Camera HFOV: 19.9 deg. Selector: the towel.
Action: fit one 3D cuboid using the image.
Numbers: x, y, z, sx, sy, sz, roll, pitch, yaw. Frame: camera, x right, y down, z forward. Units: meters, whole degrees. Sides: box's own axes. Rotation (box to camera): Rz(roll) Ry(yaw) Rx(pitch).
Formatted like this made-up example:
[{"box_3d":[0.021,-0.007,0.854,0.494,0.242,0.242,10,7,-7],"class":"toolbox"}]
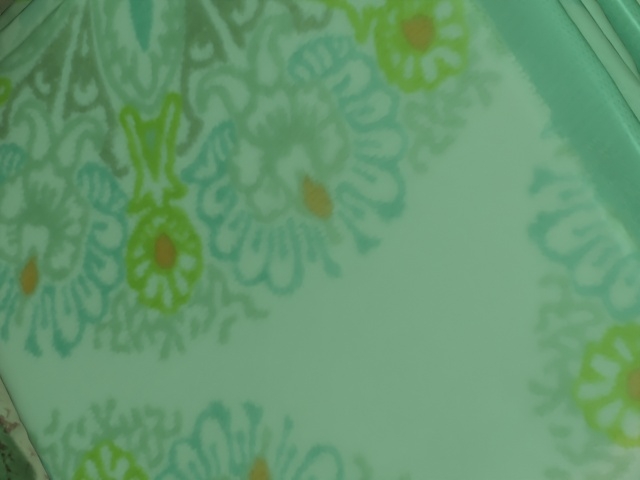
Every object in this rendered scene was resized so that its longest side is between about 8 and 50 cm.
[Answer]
[{"box_3d":[0.000,0.000,0.755,0.320,0.090,0.374,-41,66,27],"class":"towel"}]
